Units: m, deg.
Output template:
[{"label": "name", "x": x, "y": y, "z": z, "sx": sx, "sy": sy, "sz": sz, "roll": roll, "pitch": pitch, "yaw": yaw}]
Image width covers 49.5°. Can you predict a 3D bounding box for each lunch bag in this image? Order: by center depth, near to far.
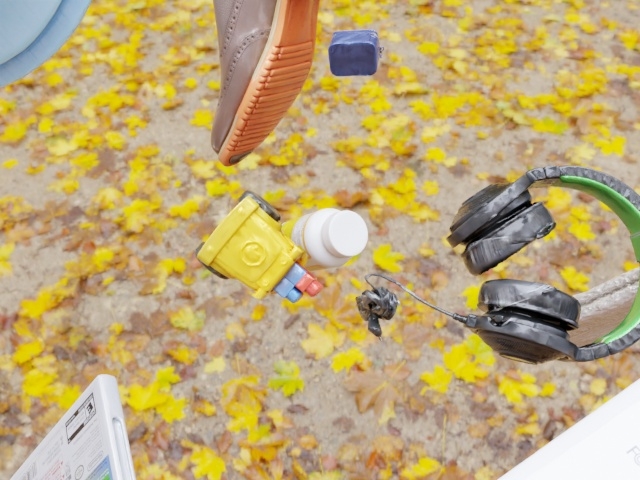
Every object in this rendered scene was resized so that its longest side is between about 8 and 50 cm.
[{"label": "lunch bag", "x": 0.064, "y": -0.336, "z": 1.229, "sx": 0.098, "sy": 0.067, "sz": 0.065, "roll": 2, "pitch": 42, "yaw": 7}]

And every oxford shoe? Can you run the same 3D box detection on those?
[{"label": "oxford shoe", "x": -0.080, "y": -0.270, "z": 0.885, "sx": 0.132, "sy": 0.364, "sz": 0.130, "roll": 30, "pitch": 24, "yaw": 13}]

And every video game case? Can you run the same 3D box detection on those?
[{"label": "video game case", "x": -0.371, "y": 0.415, "z": 1.021, "sx": 0.036, "sy": 0.329, "sz": 0.300, "roll": 21, "pitch": 32, "yaw": -42}]

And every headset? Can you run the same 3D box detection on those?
[{"label": "headset", "x": 0.237, "y": 0.038, "z": 0.838, "sx": 0.393, "sy": 0.185, "sz": 0.244, "roll": -12, "pitch": 80, "yaw": -3}]

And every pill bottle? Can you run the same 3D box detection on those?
[{"label": "pill bottle", "x": 0.000, "y": 0.000, "z": 1.375, "sx": 0.117, "sy": 0.118, "sz": 0.208, "roll": -33, "pitch": 9, "yaw": -30}]

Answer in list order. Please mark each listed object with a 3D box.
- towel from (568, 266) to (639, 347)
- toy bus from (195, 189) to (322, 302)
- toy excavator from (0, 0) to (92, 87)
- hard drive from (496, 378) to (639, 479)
[{"label": "towel", "x": 0.442, "y": 0.107, "z": 1.051, "sx": 0.187, "sy": 0.282, "sz": 0.049, "roll": 15, "pitch": 52, "yaw": -45}, {"label": "toy bus", "x": -0.089, "y": 0.031, "z": 1.226, "sx": 0.211, "sy": 0.220, "sz": 0.149, "roll": 39, "pitch": 92, "yaw": 2}, {"label": "toy excavator", "x": -0.274, "y": -0.230, "z": 0.270, "sx": 0.222, "sy": 0.433, "sz": 0.445, "roll": -41, "pitch": 28, "yaw": 1}, {"label": "hard drive", "x": 0.193, "y": 0.228, "z": 0.426, "sx": 0.318, "sy": 0.040, "sz": 0.210, "roll": -33, "pitch": 57, "yaw": -6}]
